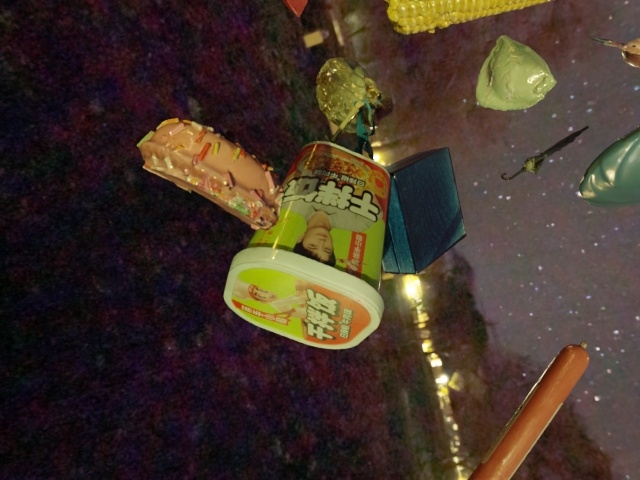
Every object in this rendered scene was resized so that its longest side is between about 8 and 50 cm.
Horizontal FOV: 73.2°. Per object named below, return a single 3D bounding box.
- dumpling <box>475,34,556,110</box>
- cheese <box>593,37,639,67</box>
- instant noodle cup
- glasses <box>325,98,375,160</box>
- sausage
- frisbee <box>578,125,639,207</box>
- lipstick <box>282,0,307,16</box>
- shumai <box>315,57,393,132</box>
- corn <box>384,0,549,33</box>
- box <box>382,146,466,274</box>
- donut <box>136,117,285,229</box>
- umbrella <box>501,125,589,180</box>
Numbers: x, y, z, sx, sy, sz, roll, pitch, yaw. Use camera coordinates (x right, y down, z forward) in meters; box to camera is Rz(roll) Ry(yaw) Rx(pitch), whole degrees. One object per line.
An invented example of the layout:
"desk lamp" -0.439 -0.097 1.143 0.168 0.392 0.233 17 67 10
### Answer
"dumpling" 0.441 -0.391 1.007 0.105 0.149 0.217 63 10 -59
"cheese" 0.947 -0.562 1.278 0.286 0.188 0.074 -117 -148 -49
"instant noodle cup" 0.000 0.000 0.810 0.294 0.293 0.308 63 35 -47
"glasses" 0.083 -0.243 1.170 0.207 0.102 0.239 -48 148 -32
"sausage" 0.205 0.192 0.436 0.029 0.223 0.029 38 -5 4
"frisbee" 0.583 -0.124 0.701 0.289 0.289 0.049 56 21 -59
"lipstick" -0.093 -0.400 0.548 0.051 0.051 0.312 56 14 19
"shumai" 0.120 -0.507 1.456 0.272 0.222 0.203 44 -13 -15
"corn" 0.149 -0.214 0.336 0.067 0.206 0.068 -14 90 -81
"box" 0.256 -0.084 1.139 0.278 0.116 0.262 -28 107 -40
"donut" -0.101 -0.068 0.443 0.166 0.065 0.117 30 -8 -24
"umbrella" 0.542 -0.201 1.017 0.044 0.268 0.044 50 -14 51
